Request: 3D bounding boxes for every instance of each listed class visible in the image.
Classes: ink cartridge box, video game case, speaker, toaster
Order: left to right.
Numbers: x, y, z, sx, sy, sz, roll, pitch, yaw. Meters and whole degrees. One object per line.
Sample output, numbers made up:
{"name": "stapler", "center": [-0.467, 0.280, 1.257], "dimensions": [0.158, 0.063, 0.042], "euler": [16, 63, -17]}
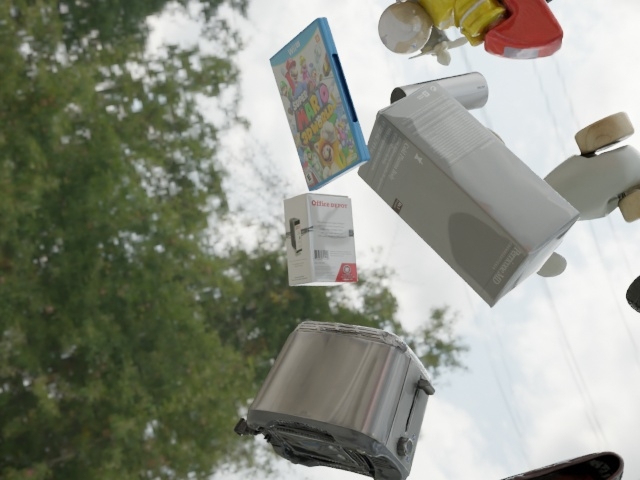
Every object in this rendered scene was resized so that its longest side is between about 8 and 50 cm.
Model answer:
{"name": "video game case", "center": [-0.004, -0.150, 1.103], "dimensions": [0.119, 0.015, 0.166], "euler": [-26, -101, 57]}
{"name": "ink cartridge box", "center": [0.000, 0.000, 1.498], "dimensions": [0.056, 0.099, 0.135], "euler": [-12, -101, 47]}
{"name": "toaster", "center": [0.021, 0.184, 1.136], "dimensions": [0.227, 0.146, 0.129], "euler": [3, -35, 37]}
{"name": "speaker", "center": [0.167, -0.201, 1.385], "dimensions": [0.055, 0.136, 0.055], "euler": [44, -38, 50]}

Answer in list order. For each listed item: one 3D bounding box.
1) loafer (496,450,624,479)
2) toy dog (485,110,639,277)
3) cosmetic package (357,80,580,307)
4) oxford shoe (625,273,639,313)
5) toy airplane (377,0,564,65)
{"name": "loafer", "center": [0.288, 0.363, 1.359], "dimensions": [0.109, 0.303, 0.095], "euler": [61, -20, 27]}
{"name": "toy dog", "center": [0.344, -0.059, 1.440], "dimensions": [0.161, 0.334, 0.220], "euler": [41, 45, -77]}
{"name": "cosmetic package", "center": [0.165, -0.054, 1.132], "dimensions": [0.238, 0.107, 0.127], "euler": [48, -31, 20]}
{"name": "oxford shoe", "center": [0.565, 0.044, 1.533], "dimensions": [0.083, 0.096, 0.227], "euler": [42, -39, 5]}
{"name": "toy airplane", "center": [0.170, -0.430, 1.574], "dimensions": [0.386, 0.272, 0.384], "euler": [39, -4, -34]}
